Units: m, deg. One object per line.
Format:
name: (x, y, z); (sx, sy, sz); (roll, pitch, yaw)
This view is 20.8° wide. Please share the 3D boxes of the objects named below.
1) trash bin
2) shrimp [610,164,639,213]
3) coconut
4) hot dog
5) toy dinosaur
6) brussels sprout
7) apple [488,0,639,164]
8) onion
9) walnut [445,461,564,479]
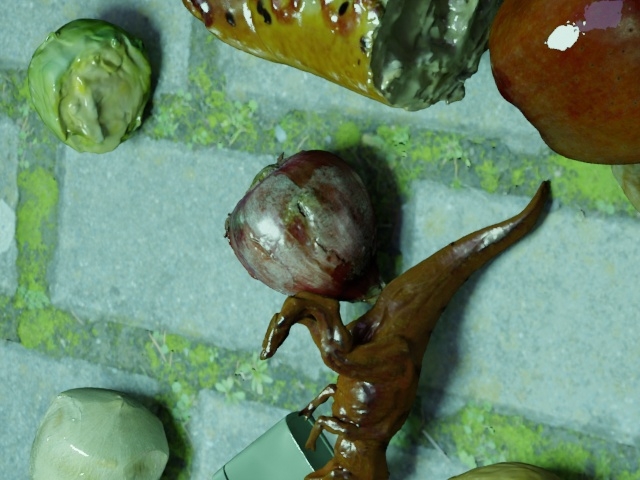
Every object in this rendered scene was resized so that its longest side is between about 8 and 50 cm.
trash bin: (-0.043, 0.273, 1.945); (0.130, 0.059, 0.116); (-41, 74, 29)
shrimp: (0.415, -0.077, 1.592); (0.360, 0.085, 0.247); (41, 103, 30)
coconut: (-0.257, 0.244, 2.030); (0.161, 0.161, 0.162); (37, 111, 26)
hot dog: (0.022, -0.343, 1.747); (0.365, 0.196, 0.367); (22, 83, 38)
toy dinosaur: (0.049, 0.097, 1.783); (0.208, 0.097, 0.432); (23, 111, -13)
brussels sprout: (-0.276, -0.182, 2.015); (0.122, 0.149, 0.151); (24, 92, 47)
apple: (0.271, -0.174, 1.538); (0.234, 0.234, 0.234); (4, 96, 34)
onion: (0.000, 0.000, 1.848); (0.195, 0.159, 0.159); (46, 120, -4)
walnut: (0.172, 0.309, 1.745); (0.197, 0.165, 0.165); (-31, 77, 32)
